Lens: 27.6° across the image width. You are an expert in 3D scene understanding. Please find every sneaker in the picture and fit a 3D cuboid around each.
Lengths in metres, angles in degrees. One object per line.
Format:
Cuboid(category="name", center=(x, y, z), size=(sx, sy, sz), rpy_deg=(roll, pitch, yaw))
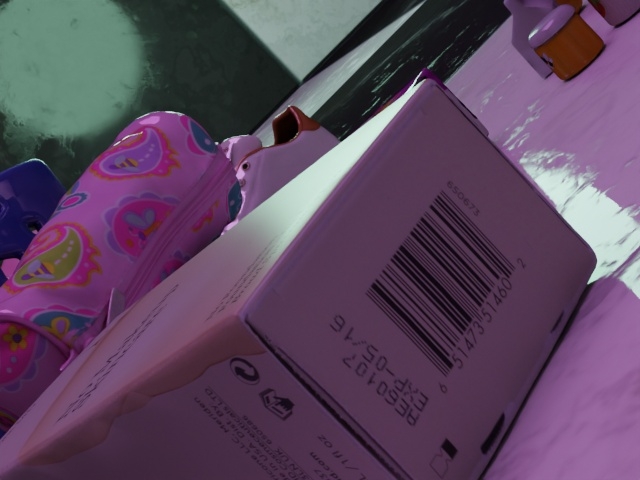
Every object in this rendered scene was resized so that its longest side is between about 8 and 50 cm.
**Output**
Cuboid(category="sneaker", center=(-0.077, -0.014, 1.185), size=(0.106, 0.123, 0.290), rpy_deg=(-32, 16, 49))

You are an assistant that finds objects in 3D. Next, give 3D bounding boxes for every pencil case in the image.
Cuboid(category="pencil case", center=(-0.154, 0.022, 0.947), size=(0.124, 0.124, 0.284), rpy_deg=(-38, 14, 37))

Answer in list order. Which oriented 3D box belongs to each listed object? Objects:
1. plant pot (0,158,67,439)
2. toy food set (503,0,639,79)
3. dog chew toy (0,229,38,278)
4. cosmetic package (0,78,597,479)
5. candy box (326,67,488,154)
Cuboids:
Cuboid(category="plant pot", center=(-0.282, 0.107, 1.034), size=(0.236, 0.236, 0.212), rpy_deg=(-41, -6, 34))
Cuboid(category="toy food set", center=(0.173, -0.204, 0.964), size=(0.111, 0.104, 0.232), rpy_deg=(-41, 9, 22))
Cuboid(category="dog chew toy", center=(-0.349, 0.079, 1.708), size=(0.332, 0.206, 0.206), rpy_deg=(-48, 9, -12))
Cuboid(category="cosmetic package", center=(-0.036, 0.071, 0.603), size=(0.309, 0.113, 0.160), rpy_deg=(-33, 14, 49))
Cuboid(category="candy box", center=(0.000, 0.000, 0.912), size=(0.233, 0.071, 0.159), rpy_deg=(-39, 11, 33))
